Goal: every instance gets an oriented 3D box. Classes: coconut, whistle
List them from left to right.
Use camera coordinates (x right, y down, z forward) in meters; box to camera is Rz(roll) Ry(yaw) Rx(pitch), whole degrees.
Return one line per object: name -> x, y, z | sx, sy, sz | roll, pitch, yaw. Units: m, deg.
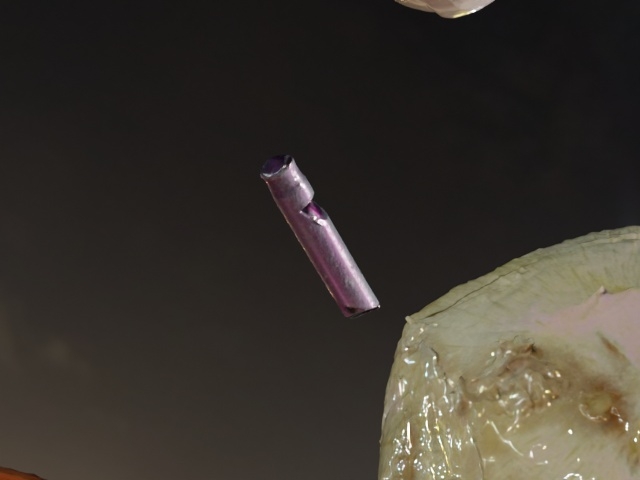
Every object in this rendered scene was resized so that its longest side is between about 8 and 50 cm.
whistle -> 0.000, 0.000, 1.259 | 0.033, 0.033, 0.176 | 4, -43, 41
coconut -> 0.171, 0.135, 0.813 | 0.297, 0.297, 0.254 | 15, -40, 17

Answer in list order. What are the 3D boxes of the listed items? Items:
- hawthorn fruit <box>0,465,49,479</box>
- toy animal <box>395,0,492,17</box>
hawthorn fruit -> -0.189, 0.179, 0.689 | 0.200, 0.179, 0.179 | 27, -18, -1
toy animal -> 0.071, -0.287, 1.157 | 0.289, 0.174, 0.249 | 45, 3, -31
